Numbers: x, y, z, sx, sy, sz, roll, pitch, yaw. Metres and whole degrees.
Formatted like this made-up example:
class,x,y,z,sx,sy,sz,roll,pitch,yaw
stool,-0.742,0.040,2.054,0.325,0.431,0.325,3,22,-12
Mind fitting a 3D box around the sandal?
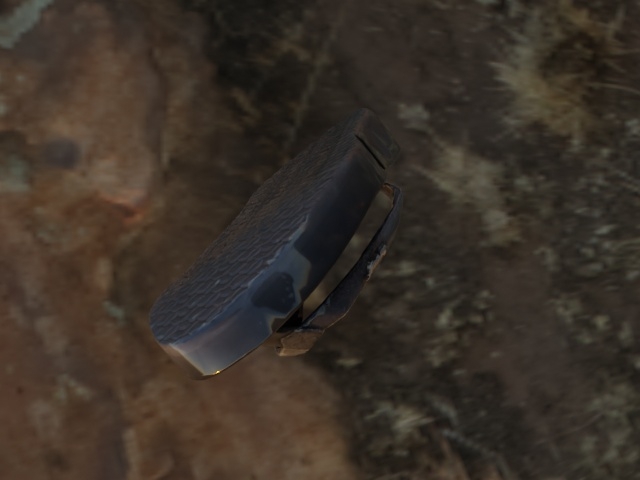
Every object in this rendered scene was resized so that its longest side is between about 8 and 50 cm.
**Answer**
class,x,y,z,sx,sy,sz,roll,pitch,yaw
sandal,0.001,-0.001,0.776,0.097,0.254,0.054,-36,96,19
